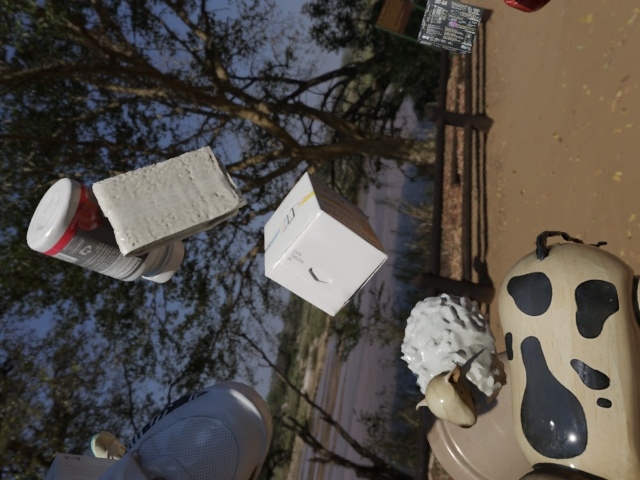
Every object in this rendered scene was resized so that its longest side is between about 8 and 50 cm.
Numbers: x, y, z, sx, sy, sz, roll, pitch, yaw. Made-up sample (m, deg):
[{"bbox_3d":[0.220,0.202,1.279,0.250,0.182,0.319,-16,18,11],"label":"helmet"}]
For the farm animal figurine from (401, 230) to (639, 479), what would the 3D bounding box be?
[{"bbox_3d":[0.191,0.135,0.271,0.330,0.172,0.326,-36,49,39],"label":"farm animal figurine"}]

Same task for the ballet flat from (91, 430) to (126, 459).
[{"bbox_3d":[-0.445,0.473,0.988,0.057,0.053,0.168,-80,-12,-49],"label":"ballet flat"}]

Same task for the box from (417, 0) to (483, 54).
[{"bbox_3d":[0.198,-0.329,0.686,0.018,0.083,0.067,-97,19,-79],"label":"box"}]

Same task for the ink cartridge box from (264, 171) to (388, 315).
[{"bbox_3d":[0.000,0.000,0.925,0.168,0.171,0.232,-50,22,16],"label":"ink cartridge box"}]

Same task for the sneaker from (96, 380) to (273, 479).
[{"bbox_3d":[-0.196,0.291,0.408,0.366,0.137,0.210,-42,-3,-2],"label":"sneaker"}]

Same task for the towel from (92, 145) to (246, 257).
[{"bbox_3d":[-0.322,-0.092,0.977,0.187,0.282,0.049,57,153,17],"label":"towel"}]

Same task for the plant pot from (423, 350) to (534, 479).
[{"bbox_3d":[0.346,0.299,0.800,0.229,0.263,0.263,106,176,-49],"label":"plant pot"}]

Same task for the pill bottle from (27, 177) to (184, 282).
[{"bbox_3d":[-0.501,-0.005,1.088,0.319,0.176,0.176,32,-119,-45],"label":"pill bottle"}]

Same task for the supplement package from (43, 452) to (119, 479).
[{"bbox_3d":[-0.326,0.457,0.674,0.203,0.194,0.149,27,92,58],"label":"supplement package"}]

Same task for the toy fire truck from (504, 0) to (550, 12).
[{"bbox_3d":[0.227,-0.428,0.491,0.253,0.170,0.302,119,161,-53],"label":"toy fire truck"}]
